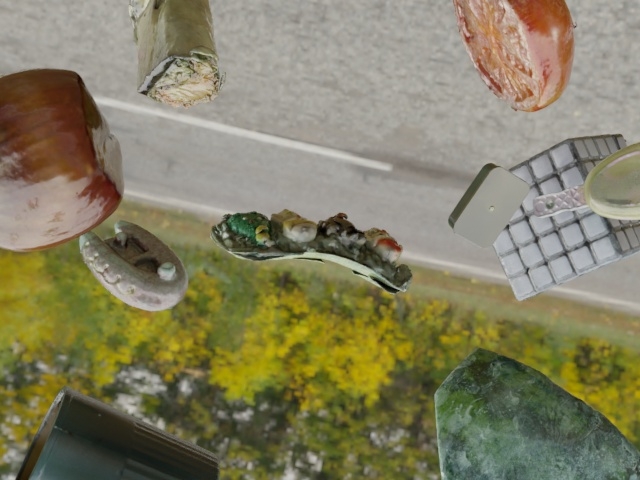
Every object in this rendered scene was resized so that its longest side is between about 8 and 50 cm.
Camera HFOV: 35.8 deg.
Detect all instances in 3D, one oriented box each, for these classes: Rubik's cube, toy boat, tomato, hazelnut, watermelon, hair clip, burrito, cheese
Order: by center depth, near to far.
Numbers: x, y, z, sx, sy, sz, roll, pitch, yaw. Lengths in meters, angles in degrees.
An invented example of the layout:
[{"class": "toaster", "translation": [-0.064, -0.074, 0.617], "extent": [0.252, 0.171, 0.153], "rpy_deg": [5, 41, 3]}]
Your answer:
[{"class": "hazelnut", "translation": [-0.343, -0.094, 1.175], "extent": [0.180, 0.212, 0.181], "rpy_deg": [-15, -161, 6]}, {"class": "cheese", "translation": [0.356, -0.061, 1.259], "extent": [0.192, 0.097, 0.037], "rpy_deg": [-17, 164, 41]}, {"class": "watermelon", "translation": [0.265, 0.333, 1.332], "extent": [0.319, 0.290, 0.214], "rpy_deg": [28, 167, 1]}, {"class": "tomato", "translation": [0.265, -0.294, 1.337], "extent": [0.095, 0.237, 0.237], "rpy_deg": [-31, 173, -8]}, {"class": "burrito", "translation": [-0.201, -0.279, 1.355], "extent": [0.107, 0.348, 0.175], "rpy_deg": [-1, 133, -19]}, {"class": "hair clip", "translation": [0.000, -0.002, 1.477], "extent": [0.321, 0.091, 0.138], "rpy_deg": [12, -164, -34]}, {"class": "toy boat", "translation": [-0.334, 0.035, 1.814], "extent": [0.227, 0.085, 0.155], "rpy_deg": [41, -143, 26]}, {"class": "Rubik's cube", "translation": [0.461, -0.049, 1.852], "extent": [0.237, 0.238, 0.237], "rpy_deg": [-27, 171, 39]}]

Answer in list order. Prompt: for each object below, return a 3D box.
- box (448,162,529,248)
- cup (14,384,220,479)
[{"class": "box", "translation": [0.261, -0.056, 1.545], "extent": [0.091, 0.126, 0.031], "rpy_deg": [25, -165, -32]}, {"class": "cup", "translation": [-0.353, 0.431, 1.637], "extent": [0.292, 0.308, 0.242], "rpy_deg": [25, -162, -15]}]
